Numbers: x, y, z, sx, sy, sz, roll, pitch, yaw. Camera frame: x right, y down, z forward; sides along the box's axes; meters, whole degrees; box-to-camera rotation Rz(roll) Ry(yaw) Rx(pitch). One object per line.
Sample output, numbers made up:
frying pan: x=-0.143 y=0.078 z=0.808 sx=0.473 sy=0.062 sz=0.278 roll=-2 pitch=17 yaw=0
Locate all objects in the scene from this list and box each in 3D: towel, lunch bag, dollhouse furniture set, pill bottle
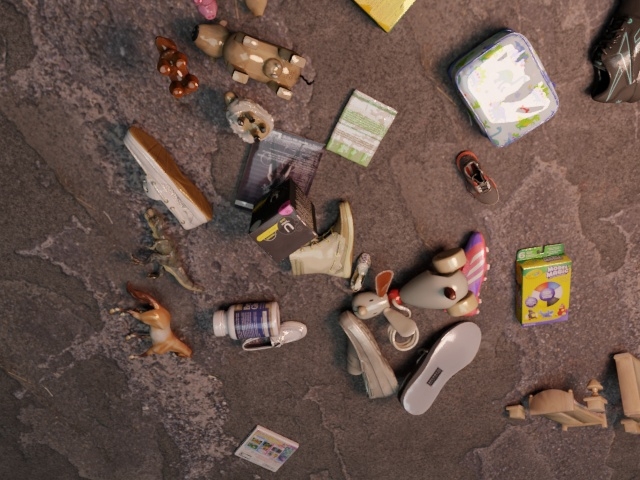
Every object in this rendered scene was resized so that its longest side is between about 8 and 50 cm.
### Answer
towel: x=0.092 y=-0.257 z=1.211 sx=0.113 sy=0.023 sz=0.152 roll=24 pitch=117 yaw=-11
lunch bag: x=0.399 y=-0.329 z=1.139 sx=0.176 sy=0.090 sz=0.219 roll=-34 pitch=114 yaw=16
dollhouse furniture set: x=0.808 y=0.478 z=1.609 sx=0.303 sy=0.174 sz=0.355 roll=30 pitch=143 yaw=-30
pill bottle: x=-0.197 y=0.216 z=1.408 sx=0.169 sy=0.094 sz=0.094 roll=-5 pitch=118 yaw=1

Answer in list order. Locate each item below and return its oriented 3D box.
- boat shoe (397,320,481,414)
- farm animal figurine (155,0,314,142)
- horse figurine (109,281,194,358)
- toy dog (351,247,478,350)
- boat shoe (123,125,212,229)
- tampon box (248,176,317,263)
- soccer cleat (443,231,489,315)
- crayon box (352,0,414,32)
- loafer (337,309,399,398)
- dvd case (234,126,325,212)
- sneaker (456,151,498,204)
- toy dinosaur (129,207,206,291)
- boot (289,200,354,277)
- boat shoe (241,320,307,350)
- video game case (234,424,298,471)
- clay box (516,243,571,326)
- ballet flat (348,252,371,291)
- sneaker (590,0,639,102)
boat shoe: x=0.330 y=0.351 z=1.488 sx=0.113 sy=0.105 sz=0.306 roll=35 pitch=87 yaw=-10
farm animal figurine: x=-0.160 y=-0.406 z=1.052 sx=0.326 sy=0.172 sz=0.330 roll=32 pitch=105 yaw=-30
horse figurine: x=-0.460 y=0.236 z=1.429 sx=0.174 sy=0.066 sz=0.263 roll=-2 pitch=120 yaw=6
toy dog: x=0.235 y=0.150 z=1.316 sx=0.333 sy=0.161 sz=0.220 roll=-41 pitch=87 yaw=22
boat shoe: x=-0.369 y=-0.132 z=1.217 sx=0.096 sy=0.098 sz=0.277 roll=-30 pitch=116 yaw=13
tampon box: x=-0.085 y=-0.049 z=1.213 sx=0.120 sy=0.161 sz=0.101 roll=-35 pitch=115 yaw=15
soccer cleat: x=0.378 y=0.093 z=1.371 sx=0.095 sy=0.083 sz=0.248 roll=0 pitch=121 yaw=3
crayon box: x=0.159 y=-0.569 z=1.010 sx=0.165 sy=0.081 sz=0.278 roll=36 pitch=111 yaw=-19
loafer: x=0.118 y=0.331 z=1.469 sx=0.111 sy=0.112 sz=0.320 roll=-28 pitch=116 yaw=3
dvd case: x=-0.100 y=-0.154 z=1.258 sx=0.164 sy=0.018 sz=0.221 roll=16 pitch=116 yaw=-11
sneaker: x=0.377 y=-0.137 z=1.254 sx=0.061 sy=0.065 sz=0.158 roll=-37 pitch=113 yaw=16
toy dinosaur: x=-0.404 y=0.052 z=1.338 sx=0.118 sy=0.064 sz=0.268 roll=-21 pitch=120 yaw=2
boot: x=0.000 y=0.000 z=1.311 sx=0.165 sy=0.077 sz=0.213 roll=1 pitch=121 yaw=0
boat shoe: x=-0.129 y=0.269 z=1.456 sx=0.184 sy=0.063 sz=0.066 roll=-3 pitch=118 yaw=1
video game case: x=-0.174 y=0.672 z=1.694 sx=0.157 sy=0.019 sz=0.143 roll=31 pitch=113 yaw=-16
clay box: x=0.594 y=0.121 z=1.404 sx=0.127 sy=0.053 sz=0.222 roll=-10 pitch=119 yaw=3
ballet flat: x=0.106 y=0.088 z=1.381 sx=0.041 sy=0.041 sz=0.114 roll=15 pitch=116 yaw=-9
sneaker: x=0.634 y=-0.413 z=1.096 sx=0.106 sy=0.101 sz=0.268 roll=-6 pitch=118 yaw=4
